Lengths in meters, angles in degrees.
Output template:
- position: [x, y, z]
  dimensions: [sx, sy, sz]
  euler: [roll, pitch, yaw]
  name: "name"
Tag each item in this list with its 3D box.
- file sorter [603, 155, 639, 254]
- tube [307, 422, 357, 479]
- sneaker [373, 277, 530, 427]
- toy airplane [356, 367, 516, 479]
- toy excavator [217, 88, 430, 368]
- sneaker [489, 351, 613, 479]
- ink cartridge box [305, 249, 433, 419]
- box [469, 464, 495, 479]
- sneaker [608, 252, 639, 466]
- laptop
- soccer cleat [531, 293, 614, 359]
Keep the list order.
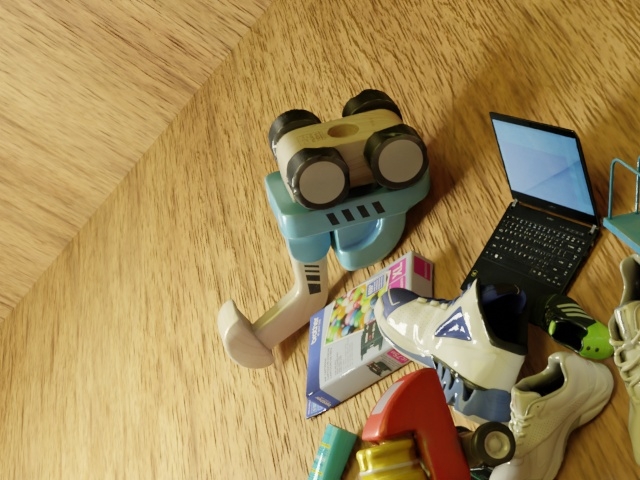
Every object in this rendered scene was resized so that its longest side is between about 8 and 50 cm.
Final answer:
- position: [0.466, -0.056, 1.615]
  dimensions: [0.118, 0.170, 0.104]
  euler: [-126, 28, -61]
  name: "file sorter"
- position: [0.000, 0.403, 2.064]
  dimensions: [0.207, 0.052, 0.080]
  euler: [-69, 20, -7]
  name: "tube"
- position: [0.219, 0.124, 1.876]
  dimensions: [0.315, 0.127, 0.182]
  euler: [45, 114, 55]
  name: "sneaker"
- position: [0.090, 0.403, 1.619]
  dimensions: [0.384, 0.273, 0.386]
  euler: [-104, 28, -55]
  name: "toy airplane"
- position: [0.000, 0.000, 2.310]
  dimensions: [0.433, 0.445, 0.222]
  euler: [-15, 29, -8]
  name: "toy excavator"
- position: [0.282, 0.241, 1.694]
  dimensions: [0.232, 0.115, 0.090]
  euler: [-57, 28, 2]
  name: "sneaker"
- position: [0.066, 0.166, 2.178]
  dimensions: [0.311, 0.065, 0.185]
  euler: [-38, 34, 36]
  name: "ink cartridge box"
- position: [0.227, 0.306, 1.784]
  dimensions: [0.083, 0.052, 0.062]
  euler: [-19, 46, 51]
  name: "box"
- position: [0.406, 0.149, 1.576]
  dimensions: [0.111, 0.129, 0.297]
  euler: [-29, 41, 41]
  name: "sneaker"
- position: [0.298, -0.036, 1.926]
  dimensions: [0.264, 0.137, 0.234]
  euler: [-59, 27, -2]
  name: "laptop"
- position: [0.338, 0.115, 1.760]
  dimensions: [0.179, 0.072, 0.060]
  euler: [35, 114, 59]
  name: "soccer cleat"
